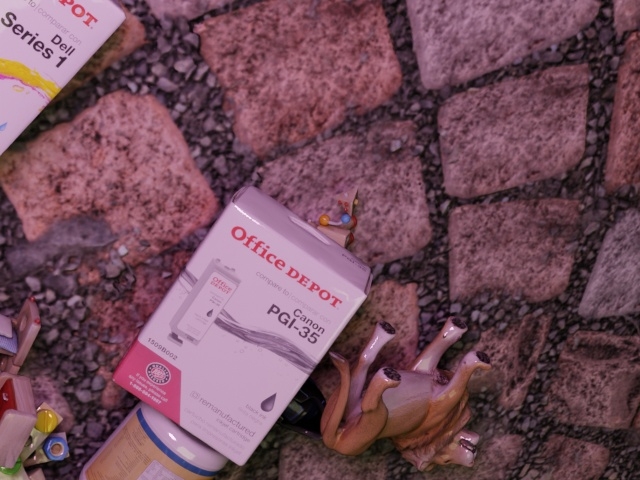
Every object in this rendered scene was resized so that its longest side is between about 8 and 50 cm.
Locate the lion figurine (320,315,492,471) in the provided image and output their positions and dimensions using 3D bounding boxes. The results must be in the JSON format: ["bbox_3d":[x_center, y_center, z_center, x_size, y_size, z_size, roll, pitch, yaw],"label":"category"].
[{"bbox_3d":[0.099,0.233,1.524,0.392,0.142,0.240,7,125,-43],"label":"lion figurine"}]

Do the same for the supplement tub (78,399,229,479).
[{"bbox_3d":[-0.233,0.314,1.470,0.144,0.144,0.200,34,102,-34],"label":"supplement tub"}]

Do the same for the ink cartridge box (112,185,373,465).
[{"bbox_3d":[-0.097,0.104,1.374,0.207,0.117,0.283,34,104,-3],"label":"ink cartridge box"}]

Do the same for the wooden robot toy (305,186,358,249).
[{"bbox_3d":[0.000,0.000,1.447,0.079,0.076,0.173,16,117,9],"label":"wooden robot toy"}]

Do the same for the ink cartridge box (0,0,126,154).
[{"bbox_3d":[-0.370,-0.211,1.120,0.278,0.117,0.201,-45,125,7],"label":"ink cartridge box"}]

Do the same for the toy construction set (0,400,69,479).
[{"bbox_3d":[-0.457,0.359,1.380,0.327,0.151,0.215,-20,95,-9],"label":"toy construction set"}]

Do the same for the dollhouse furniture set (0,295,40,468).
[{"bbox_3d":[-0.406,0.148,1.275,0.129,0.184,0.129,19,110,-30],"label":"dollhouse furniture set"}]

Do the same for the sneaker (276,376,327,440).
[{"bbox_3d":[-0.065,0.195,1.503,0.081,0.090,0.232,-45,126,7],"label":"sneaker"}]
